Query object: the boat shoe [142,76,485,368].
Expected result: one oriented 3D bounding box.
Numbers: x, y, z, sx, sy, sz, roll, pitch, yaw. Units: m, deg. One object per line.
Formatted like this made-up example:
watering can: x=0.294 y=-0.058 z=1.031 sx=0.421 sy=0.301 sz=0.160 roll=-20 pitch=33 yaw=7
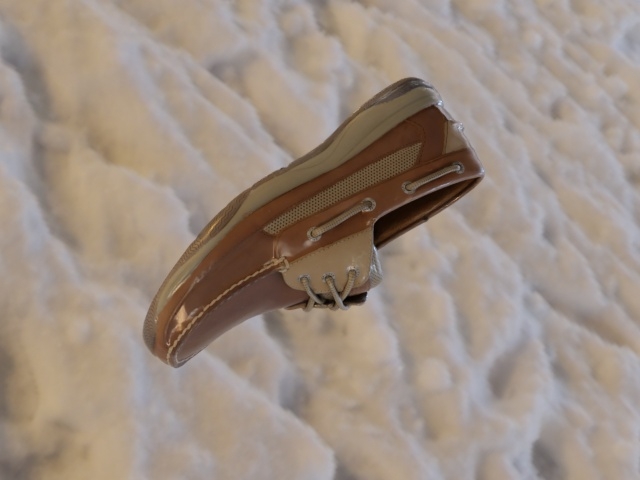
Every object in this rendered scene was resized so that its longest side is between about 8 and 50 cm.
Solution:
boat shoe: x=0.000 y=0.000 z=1.006 sx=0.116 sy=0.324 sz=0.123 roll=48 pitch=-10 yaw=13
